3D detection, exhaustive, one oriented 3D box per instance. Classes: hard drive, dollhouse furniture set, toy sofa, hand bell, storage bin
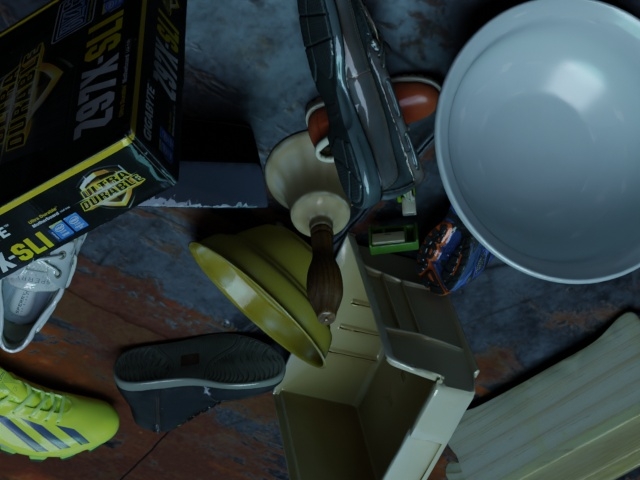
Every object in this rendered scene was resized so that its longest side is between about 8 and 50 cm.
[{"bbox_3d":[-0.187,-0.086,1.490,0.254,0.172,0.054,2,113,-7],"label":"hard drive"},{"bbox_3d":[0.079,-0.056,1.584,0.058,0.076,0.152,-5,132,4],"label":"dollhouse furniture set"},{"bbox_3d":[0.350,0.254,1.841,0.362,0.177,0.150,-35,149,25],"label":"toy sofa"},{"bbox_3d":[0.000,0.000,1.519,0.126,0.242,0.126,-1,131,-1],"label":"hand bell"},{"bbox_3d":[0.059,0.180,1.648,0.123,0.260,0.262,14,120,-20],"label":"storage bin"}]

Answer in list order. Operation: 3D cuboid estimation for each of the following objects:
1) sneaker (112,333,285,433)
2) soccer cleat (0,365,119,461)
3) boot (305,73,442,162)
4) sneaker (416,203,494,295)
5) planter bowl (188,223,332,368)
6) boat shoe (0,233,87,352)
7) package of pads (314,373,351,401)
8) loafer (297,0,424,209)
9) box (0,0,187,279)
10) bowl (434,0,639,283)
[{"bbox_3d":[-0.149,0.188,1.796,0.222,0.083,0.118,-2,139,8],"label":"sneaker"},{"bbox_3d":[-0.402,0.210,1.787,0.289,0.093,0.121,8,124,-10],"label":"soccer cleat"},{"bbox_3d":[0.062,-0.129,1.515,0.158,0.085,0.059,-16,128,9],"label":"boot"},{"bbox_3d":[0.192,-0.036,1.613,0.087,0.083,0.221,-6,135,-54],"label":"sneaker"},{"bbox_3d":[-0.046,0.046,1.628,0.090,0.217,0.217,-47,127,-13],"label":"planter bowl"},{"bbox_3d":[-0.329,0.024,1.622,0.098,0.096,0.277,12,129,-11],"label":"boat shoe"},{"bbox_3d":[0.004,0.200,1.833,0.050,0.032,0.083,19,127,-15],"label":"package of pads"},{"bbox_3d":[0.042,-0.170,1.440,0.084,0.096,0.268,-17,102,-19],"label":"loafer"},{"bbox_3d":[-0.256,-0.122,1.348,0.257,0.322,0.079,-25,129,19],"label":"box"},{"bbox_3d":[0.246,-0.100,1.474,0.297,0.298,0.134,10,174,-11],"label":"bowl"}]
